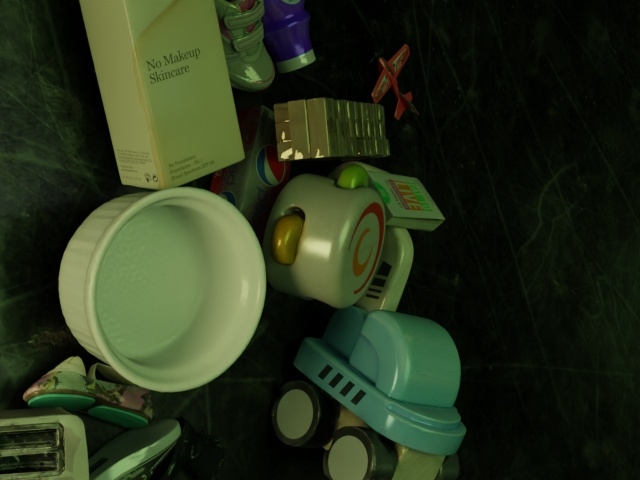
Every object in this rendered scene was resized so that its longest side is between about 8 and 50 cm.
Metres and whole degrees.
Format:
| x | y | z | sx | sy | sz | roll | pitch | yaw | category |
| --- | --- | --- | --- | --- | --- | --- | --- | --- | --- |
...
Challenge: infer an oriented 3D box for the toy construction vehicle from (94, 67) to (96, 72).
| x | y | z | sx | sy | sz | roll | pitch | yaw | category |
| --- | --- | --- | --- | --- | --- | --- | --- | --- | --- |
| -0.275 | -0.270 | 1.702 | 0.098 | 0.035 | 0.086 | 21 | 72 | -44 | toy construction vehicle |

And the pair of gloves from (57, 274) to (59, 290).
| x | y | z | sx | sy | sz | roll | pitch | yaw | category |
| --- | --- | --- | --- | --- | --- | --- | --- | --- | --- |
| -0.328 | 0.058 | 1.635 | 0.083 | 0.010 | 0.074 | -49 | 122 | -34 | pair of gloves |

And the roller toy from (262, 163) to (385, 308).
| x | y | z | sx | sy | sz | roll | pitch | yaw | category |
| --- | --- | --- | --- | --- | --- | --- | --- | --- | --- |
| 0.000 | 0.000 | 1.777 | 0.191 | 0.146 | 0.209 | 82 | 31 | -44 | roller toy |

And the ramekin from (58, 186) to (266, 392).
| x | y | z | sx | sy | sz | roll | pitch | yaw | category |
| --- | --- | --- | --- | --- | --- | --- | --- | --- | --- |
| -0.224 | 0.061 | 1.616 | 0.277 | 0.135 | 0.277 | -5 | 98 | -38 | ramekin |

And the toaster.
| x | y | z | sx | sy | sz | roll | pitch | yaw | category |
| --- | --- | --- | --- | --- | --- | --- | --- | --- | --- |
| -0.372 | 0.297 | 1.456 | 0.185 | 0.110 | 0.168 | 0 | 87 | -23 | toaster |

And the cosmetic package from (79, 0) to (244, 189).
| x | y | z | sx | sy | sz | roll | pitch | yaw | category |
| --- | --- | --- | --- | --- | --- | --- | --- | --- | --- |
| -0.224 | -0.243 | 1.659 | 0.160 | 0.113 | 0.310 | -28 | 117 | -39 | cosmetic package |

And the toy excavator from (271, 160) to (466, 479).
| x | y | z | sx | sy | sz | roll | pitch | yaw | category |
| --- | --- | --- | --- | --- | --- | --- | --- | --- | --- |
| 0.098 | 0.141 | 1.902 | 0.222 | 0.433 | 0.445 | 17 | 102 | -45 | toy excavator |

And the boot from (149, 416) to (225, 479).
| x | y | z | sx | sy | sz | roll | pitch | yaw | category |
| --- | --- | --- | --- | --- | --- | --- | --- | --- | --- |
| -0.197 | 0.330 | 1.729 | 0.099 | 0.045 | 0.121 | 47 | 54 | -37 | boot |

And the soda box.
| x | y | z | sx | sy | sz | roll | pitch | yaw | category |
| --- | --- | --- | --- | --- | --- | --- | --- | --- | --- |
| -0.114 | -0.071 | 1.820 | 0.092 | 0.083 | 0.263 | 28 | 67 | -44 | soda box |

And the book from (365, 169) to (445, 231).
| x | y | z | sx | sy | sz | roll | pitch | yaw | category |
| --- | --- | --- | --- | --- | --- | --- | --- | --- | --- |
| 0.131 | -0.066 | 1.917 | 0.144 | 0.035 | 0.096 | 3 | 52 | -51 | book |

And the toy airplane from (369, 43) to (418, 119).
| x | y | z | sx | sy | sz | roll | pitch | yaw | category |
| --- | --- | --- | --- | --- | --- | --- | --- | --- | --- |
| 0.136 | -0.287 | 2.145 | 0.151 | 0.028 | 0.151 | 3 | 85 | -46 | toy airplane |

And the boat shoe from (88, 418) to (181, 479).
| x | y | z | sx | sy | sz | roll | pitch | yaw | category |
| --- | --- | --- | --- | --- | --- | --- | --- | --- | --- |
| -0.278 | 0.331 | 1.618 | 0.228 | 0.080 | 0.076 | -35 | 118 | -41 | boat shoe |

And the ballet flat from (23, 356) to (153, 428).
| x | y | z | sx | sy | sz | roll | pitch | yaw | category |
| --- | --- | --- | --- | --- | --- | --- | --- | --- | --- |
| -0.317 | 0.203 | 1.599 | 0.221 | 0.076 | 0.079 | 23 | 51 | -48 | ballet flat |

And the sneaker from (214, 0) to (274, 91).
| x | y | z | sx | sy | sz | roll | pitch | yaw | category |
| --- | --- | --- | --- | --- | --- | --- | --- | --- | --- |
| -0.136 | -0.339 | 1.800 | 0.252 | 0.111 | 0.103 | 57 | 50 | -27 | sneaker |

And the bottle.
| x | y | z | sx | sy | sz | roll | pitch | yaw | category |
| --- | --- | --- | --- | --- | --- | --- | --- | --- | --- |
| -0.084 | -0.412 | 1.875 | 0.118 | 0.092 | 0.283 | -35 | 112 | -44 | bottle |

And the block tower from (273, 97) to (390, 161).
| x | y | z | sx | sy | sz | roll | pitch | yaw | category |
| --- | --- | --- | --- | --- | --- | --- | --- | --- | --- |
| 0.023 | -0.176 | 1.879 | 0.335 | 0.090 | 0.097 | -8 | 94 | -71 | block tower |
